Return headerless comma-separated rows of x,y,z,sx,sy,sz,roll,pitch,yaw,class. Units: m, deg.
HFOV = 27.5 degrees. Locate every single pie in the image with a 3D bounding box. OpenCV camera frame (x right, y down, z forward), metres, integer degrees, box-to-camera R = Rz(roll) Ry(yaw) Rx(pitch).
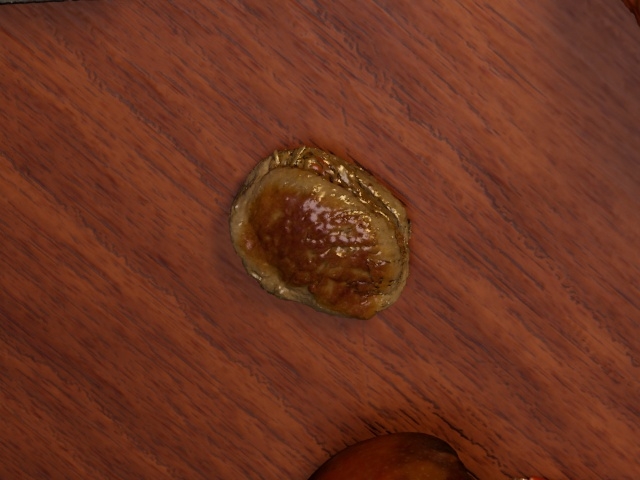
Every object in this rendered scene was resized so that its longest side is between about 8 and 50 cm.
0.000,0.000,1.301,0.193,0.079,0.163,31,119,1,pie

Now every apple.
0.082,0.310,1.327,0.229,0.230,0.230,5,112,12,apple

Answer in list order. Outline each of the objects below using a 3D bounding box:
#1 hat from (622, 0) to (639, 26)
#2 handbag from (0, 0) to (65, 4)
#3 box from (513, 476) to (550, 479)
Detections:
0.325,-0.231,1.029,0.400,0.285,0.285,26,115,8,hat
-0.259,-0.362,1.211,0.268,0.100,0.274,-1,110,18,handbag
0.232,0.354,1.354,0.099,0.133,0.182,10,115,9,box
